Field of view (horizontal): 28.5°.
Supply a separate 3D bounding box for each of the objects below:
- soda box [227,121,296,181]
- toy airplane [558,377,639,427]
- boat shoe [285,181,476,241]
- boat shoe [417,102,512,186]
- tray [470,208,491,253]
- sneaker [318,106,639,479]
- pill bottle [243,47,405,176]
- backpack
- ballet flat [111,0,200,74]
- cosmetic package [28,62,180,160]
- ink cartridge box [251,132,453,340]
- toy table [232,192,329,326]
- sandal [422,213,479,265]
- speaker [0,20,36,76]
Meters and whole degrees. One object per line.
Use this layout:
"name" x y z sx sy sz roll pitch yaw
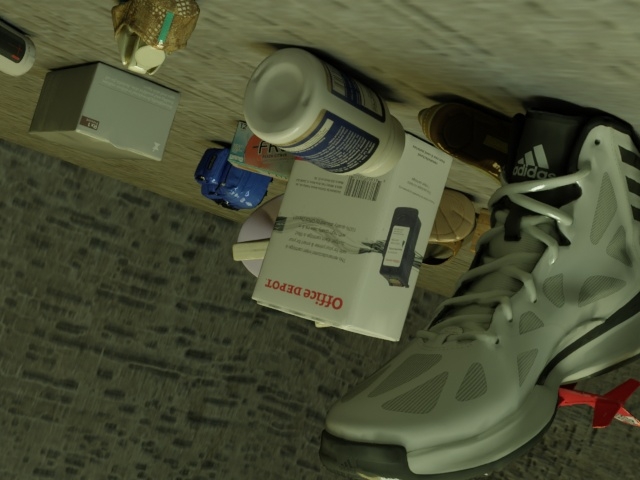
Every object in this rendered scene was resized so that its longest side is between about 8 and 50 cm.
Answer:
"soda box" -0.032 -0.110 1.739 0.183 0.058 0.063 15 175 7
"toy airplane" 0.231 0.147 1.168 0.151 0.151 0.028 12 133 44
"boat shoe" 0.090 -0.045 1.834 0.285 0.102 0.092 9 169 17
"boat shoe" 0.180 -0.089 1.251 0.190 0.068 0.072 29 -177 -24
"tray" 0.445 0.052 1.893 0.411 0.076 0.203 14 175 18
"sneaker" 0.149 0.024 1.104 0.169 0.257 0.448 7 -157 43
"pill bottle" 0.010 -0.118 1.239 0.094 0.094 0.169 13 174 39
"backpack" -0.137 -0.100 2.008 0.101 0.097 0.120 24 173 -33
"ballet flat" -0.161 -0.190 1.162 0.073 0.067 0.206 18 176 -13
"cosmetic package" -0.297 -0.171 1.709 0.127 0.107 0.238 19 172 -30
"ink cartridge box" 0.037 -0.013 1.518 0.172 0.237 0.100 13 174 45
"toy table" 0.000 0.000 1.987 0.274 0.252 0.161 -17 -176 3
"sandal" 0.177 0.011 1.921 0.180 0.072 0.049 -19 -132 -31
"speaker" -0.396 -0.240 1.498 0.055 0.055 0.136 15 175 21
